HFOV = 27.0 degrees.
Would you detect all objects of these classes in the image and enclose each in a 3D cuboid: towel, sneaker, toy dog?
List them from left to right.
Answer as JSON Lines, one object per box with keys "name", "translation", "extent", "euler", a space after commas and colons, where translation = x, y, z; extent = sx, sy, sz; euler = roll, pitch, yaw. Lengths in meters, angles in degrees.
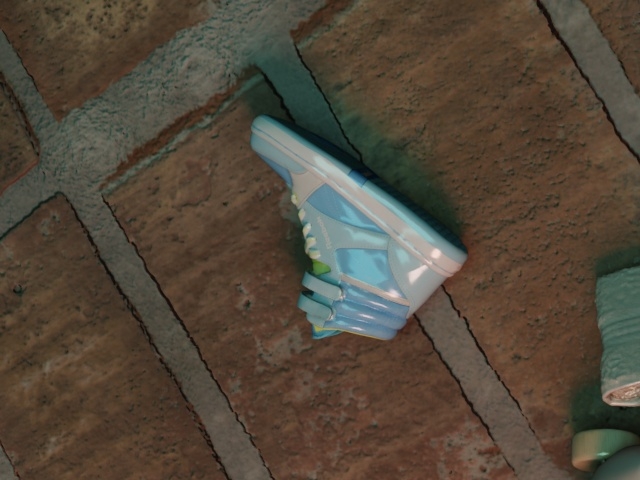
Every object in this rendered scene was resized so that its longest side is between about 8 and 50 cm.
{"name": "sneaker", "translation": [0.000, 0.000, 1.645], "extent": [0.319, 0.127, 0.208], "euler": [38, 103, 16]}
{"name": "toy dog", "translation": [0.398, 0.266, 1.440], "extent": [0.161, 0.334, 0.220], "euler": [6, 86, -13]}
{"name": "towel", "translation": [0.443, 0.078, 1.471], "extent": [0.282, 0.187, 0.049], "euler": [-16, 129, 21]}
